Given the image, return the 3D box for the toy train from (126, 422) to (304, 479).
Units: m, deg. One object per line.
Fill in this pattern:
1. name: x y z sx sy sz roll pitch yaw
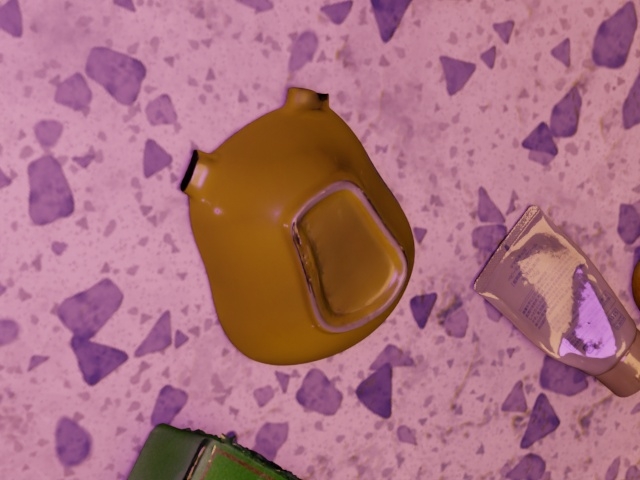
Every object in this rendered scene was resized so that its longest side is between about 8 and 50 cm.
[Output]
1. toy train: -0.091 0.294 1.694 0.243 0.132 0.188 35 74 -31

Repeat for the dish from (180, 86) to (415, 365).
1. dish: 0.000 0.000 1.688 0.221 0.108 0.262 -34 116 -21

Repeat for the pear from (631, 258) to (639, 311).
1. pear: 0.420 0.044 1.949 0.141 0.104 0.141 -5 102 -25

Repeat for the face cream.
1. face cream: 0.268 0.073 1.898 0.224 0.070 0.114 41 78 -18
